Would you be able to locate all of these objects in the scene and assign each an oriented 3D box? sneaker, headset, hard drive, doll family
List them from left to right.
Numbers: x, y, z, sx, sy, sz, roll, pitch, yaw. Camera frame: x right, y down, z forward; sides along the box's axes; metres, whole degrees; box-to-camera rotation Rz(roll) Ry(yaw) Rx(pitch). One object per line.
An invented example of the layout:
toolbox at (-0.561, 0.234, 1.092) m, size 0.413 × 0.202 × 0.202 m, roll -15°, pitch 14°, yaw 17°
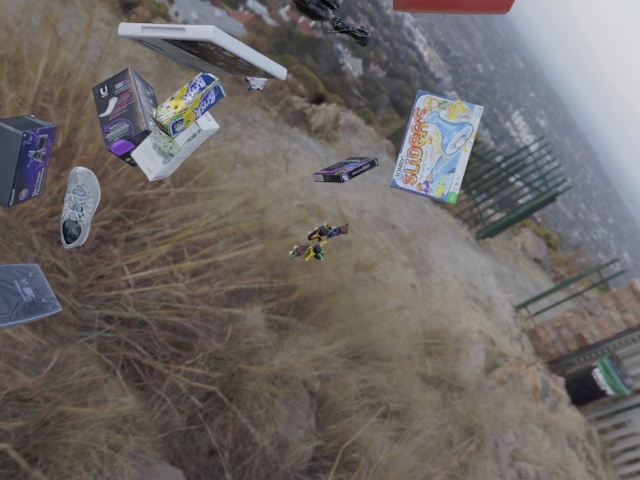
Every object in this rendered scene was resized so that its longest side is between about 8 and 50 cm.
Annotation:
hard drive at (-0.796, 0.144, 1.254) m, size 0.172 × 0.054 × 0.254 m, roll 54°, pitch 26°, yaw 15°
sneaker at (-0.799, -0.102, 1.685) m, size 0.105 × 0.282 × 0.115 m, roll 8°, pitch 16°, yaw -15°
sneaker at (-0.196, -0.433, 1.378) m, size 0.098 × 0.069 × 0.038 m, roll 16°, pitch 5°, yaw -24°
doll family at (0.000, 0.000, 1.378) m, size 0.076 × 0.111 × 0.193 m, roll 44°, pitch 74°, yaw -6°
headset at (0.047, -0.640, 1.273) m, size 0.185 × 0.243 × 0.394 m, roll 36°, pitch -6°, yaw 11°

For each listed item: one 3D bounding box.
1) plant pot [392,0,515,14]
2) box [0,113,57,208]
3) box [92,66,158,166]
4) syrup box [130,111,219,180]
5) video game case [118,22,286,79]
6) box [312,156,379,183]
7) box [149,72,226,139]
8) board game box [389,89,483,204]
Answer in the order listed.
plant pot at (0.298, -0.594, 1.047) m, size 0.243 × 0.275 × 0.275 m, roll 14°, pitch 33°, yaw 5°
box at (-0.965, -0.257, 1.629) m, size 0.103 × 0.261 × 0.184 m, roll 24°, pitch 20°, yaw 0°
box at (-0.645, -0.418, 1.734) m, size 0.143 × 0.165 × 0.271 m, roll 44°, pitch 23°, yaw -68°
syrup box at (-0.404, -0.274, 1.411) m, size 0.093 × 0.236 × 0.096 m, roll 54°, pitch 26°, yaw -2°
video game case at (-0.171, -0.284, 0.769) m, size 0.190 × 0.173 × 0.022 m, roll 0°, pitch 102°, yaw -64°
box at (0.074, -0.205, 1.467) m, size 0.162 × 0.116 × 0.029 m, roll -29°, pitch 115°, yaw -37°
box at (-0.300, -0.311, 1.160) m, size 0.059 × 0.169 × 0.054 m, roll 36°, pitch -17°, yaw 28°
board game box at (0.233, -0.187, 1.030) m, size 0.136 × 0.201 × 0.035 m, roll 16°, pitch 2°, yaw 5°
